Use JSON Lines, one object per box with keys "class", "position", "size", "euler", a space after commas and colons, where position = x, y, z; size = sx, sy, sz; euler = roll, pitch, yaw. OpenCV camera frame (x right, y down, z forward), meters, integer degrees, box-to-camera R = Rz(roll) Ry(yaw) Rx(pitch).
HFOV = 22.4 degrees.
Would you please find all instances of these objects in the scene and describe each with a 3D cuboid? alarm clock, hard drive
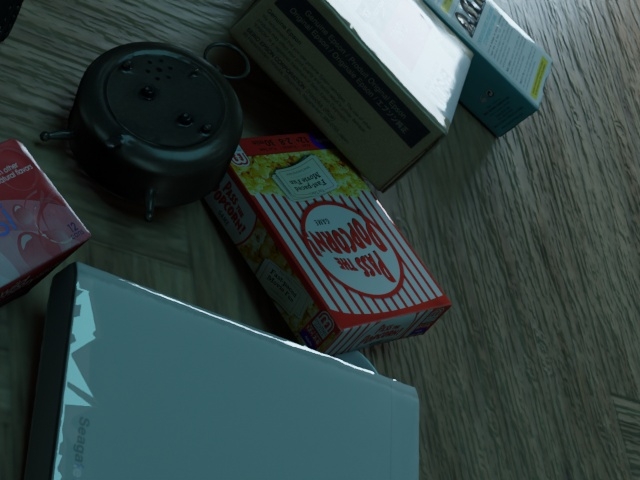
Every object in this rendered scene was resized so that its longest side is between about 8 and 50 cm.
{"class": "alarm clock", "position": [-0.115, -0.104, 1.251], "size": [0.129, 0.064, 0.192], "euler": [37, 48, 7]}
{"class": "hard drive", "position": [-0.058, 0.156, 1.133], "size": [0.308, 0.040, 0.203], "euler": [23, 55, -32]}

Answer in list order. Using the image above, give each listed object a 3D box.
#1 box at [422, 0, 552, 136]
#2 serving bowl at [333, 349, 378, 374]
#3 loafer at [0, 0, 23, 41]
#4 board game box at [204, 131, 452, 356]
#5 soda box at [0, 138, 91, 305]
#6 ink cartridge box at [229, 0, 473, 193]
{"class": "box", "position": [0.126, -0.223, 1.641], "size": [0.244, 0.060, 0.100], "euler": [42, 38, -14]}
{"class": "serving bowl", "position": [0.014, 0.122, 1.272], "size": [0.083, 0.027, 0.083], "euler": [28, 43, -30]}
{"class": "loafer", "position": [-0.260, -0.170, 1.143], "size": [0.078, 0.080, 0.220], "euler": [23, 9, -8]}
{"class": "board game box", "position": [0.000, 0.000, 1.318], "size": [0.147, 0.045, 0.193], "euler": [-10, 59, -50]}
{"class": "soda box", "position": [-0.267, 0.026, 1.006], "size": [0.092, 0.083, 0.263], "euler": [53, 37, 1]}
{"class": "ink cartridge box", "position": [0.035, -0.175, 1.445], "size": [0.193, 0.088, 0.234], "euler": [45, 24, -10]}
